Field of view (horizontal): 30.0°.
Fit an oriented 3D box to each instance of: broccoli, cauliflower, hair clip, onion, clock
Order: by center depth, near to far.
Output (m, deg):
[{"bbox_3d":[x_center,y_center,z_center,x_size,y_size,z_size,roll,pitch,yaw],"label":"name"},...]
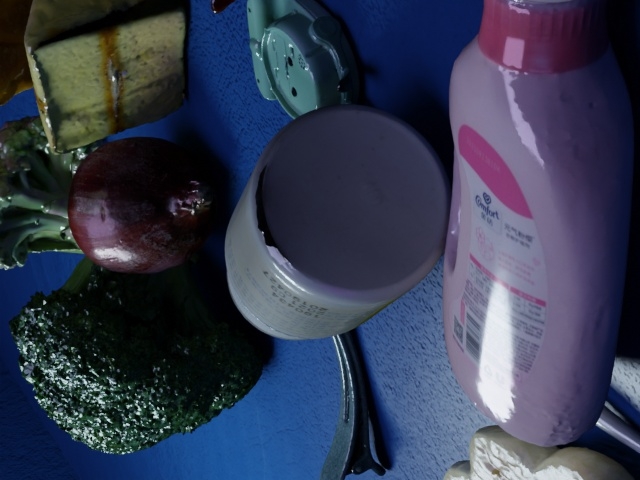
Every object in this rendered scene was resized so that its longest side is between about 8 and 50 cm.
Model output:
[{"bbox_3d":[-0.008,-0.135,0.934,0.135,0.041,0.101,42,149,42],"label":"clock"},{"bbox_3d":[0.020,0.138,1.156,0.039,0.070,0.229,32,134,58],"label":"hair clip"},{"bbox_3d":[-0.176,-0.037,1.275,0.195,0.159,0.159,-1,114,46],"label":"onion"},{"bbox_3d":[-0.212,0.118,1.411,0.308,0.308,0.275,-16,55,67],"label":"broccoli"},{"bbox_3d":[-0.353,-0.046,1.640,0.315,0.239,0.256,30,170,-4],"label":"cauliflower"}]

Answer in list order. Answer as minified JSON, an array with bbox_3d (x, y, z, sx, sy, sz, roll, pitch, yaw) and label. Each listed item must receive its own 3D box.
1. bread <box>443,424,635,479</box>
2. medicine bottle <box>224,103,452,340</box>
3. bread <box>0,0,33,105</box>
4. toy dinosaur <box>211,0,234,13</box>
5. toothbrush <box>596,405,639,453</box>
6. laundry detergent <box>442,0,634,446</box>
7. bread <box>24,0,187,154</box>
[{"bbox_3d":[0.201,0.271,0.886,0.316,0.054,0.316,46,151,35],"label":"bread"},{"bbox_3d":[0.000,0.000,0.912,0.143,0.143,0.258,62,164,5],"label":"medicine bottle"},{"bbox_3d":[-0.454,-0.279,1.393,0.207,0.279,0.279,-9,107,38],"label":"bread"},{"bbox_3d":[-0.039,-0.236,0.704,0.327,0.206,0.113,-9,64,61],"label":"toy dinosaur"},{"bbox_3d":[0.171,0.106,0.816,0.288,0.024,0.021,42,151,43],"label":"toothbrush"},{"bbox_3d":[0.123,-0.037,0.693,0.159,0.088,0.335,-128,26,-47],"label":"laundry detergent"},{"bbox_3d":[-0.266,-0.239,1.235,0.264,0.163,0.168,51,155,30],"label":"bread"}]
